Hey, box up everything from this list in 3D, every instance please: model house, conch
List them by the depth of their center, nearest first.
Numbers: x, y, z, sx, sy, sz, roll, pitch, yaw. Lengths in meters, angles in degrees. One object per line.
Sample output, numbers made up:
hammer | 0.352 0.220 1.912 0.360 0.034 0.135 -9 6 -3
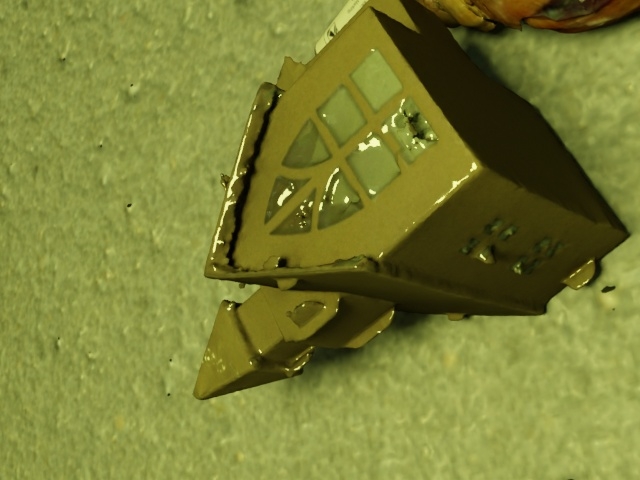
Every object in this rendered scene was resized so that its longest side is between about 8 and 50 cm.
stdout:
conch | 0.135 -0.154 0.561 0.233 0.086 0.080 11 47 45
model house | 0.000 0.000 0.581 0.248 0.181 0.176 -42 58 23

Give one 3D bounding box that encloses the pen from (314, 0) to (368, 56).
pen | 0.051 -0.170 0.624 0.204 0.025 0.025 -45 54 50
